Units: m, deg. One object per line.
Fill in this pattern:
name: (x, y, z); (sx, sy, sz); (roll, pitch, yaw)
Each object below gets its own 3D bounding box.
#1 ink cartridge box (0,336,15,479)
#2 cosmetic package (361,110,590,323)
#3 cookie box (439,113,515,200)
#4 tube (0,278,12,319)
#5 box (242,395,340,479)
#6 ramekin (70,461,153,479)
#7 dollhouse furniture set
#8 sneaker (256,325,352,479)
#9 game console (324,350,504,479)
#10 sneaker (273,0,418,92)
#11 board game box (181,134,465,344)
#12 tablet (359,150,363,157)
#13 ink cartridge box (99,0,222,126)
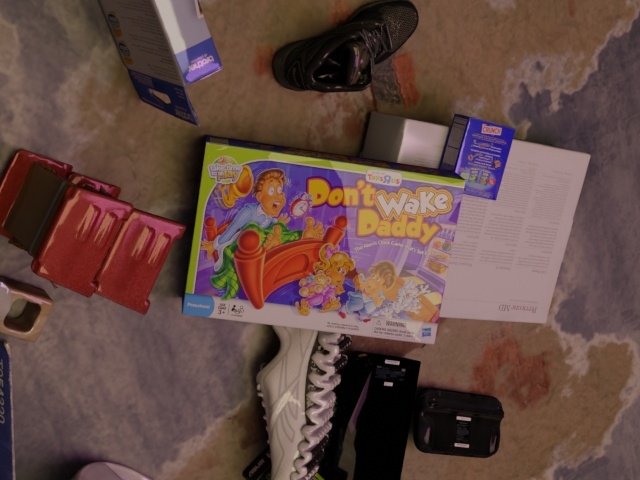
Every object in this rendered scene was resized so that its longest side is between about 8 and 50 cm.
ink cartridge box: (-0.455, 0.221, 1.142); (0.071, 0.330, 0.324); (-14, 112, -47)
cosmetic package: (0.219, -0.026, 1.598); (0.377, 0.097, 0.284); (7, 100, -34)
cookie box: (0.221, -0.118, 1.489); (0.091, 0.040, 0.107); (9, 100, -34)
tube: (-0.412, 0.034, 1.180); (0.080, 0.207, 0.052); (-53, 132, -8)
box: (0.003, 0.354, 1.624); (0.184, 0.045, 0.191); (-48, 122, -12)
ramekin: (-0.249, 0.428, 1.376); (0.273, 0.273, 0.127); (35, 98, -34)
dollhouse furniture set: (-0.342, 0.096, 1.245); (0.152, 0.201, 0.374); (25, 94, -39)
sneaker: (-0.040, 0.241, 1.520); (0.118, 0.110, 0.292); (13, 92, 11)
game console: (0.164, 0.301, 1.674); (0.361, 0.044, 0.213); (14, 86, -38)
sneaker: (0.061, -0.259, 1.417); (0.227, 0.130, 0.087); (-27, 119, -24)
board game box: (0.000, 0.000, 1.414); (0.347, 0.078, 0.233); (7, 102, -8)
tablet: (0.075, -0.090, 1.550); (0.054, 0.006, 0.083); (1, 104, -31)
ink cartridge box: (-0.208, -0.295, 1.210); (0.065, 0.186, 0.311); (-28, 118, -23)
